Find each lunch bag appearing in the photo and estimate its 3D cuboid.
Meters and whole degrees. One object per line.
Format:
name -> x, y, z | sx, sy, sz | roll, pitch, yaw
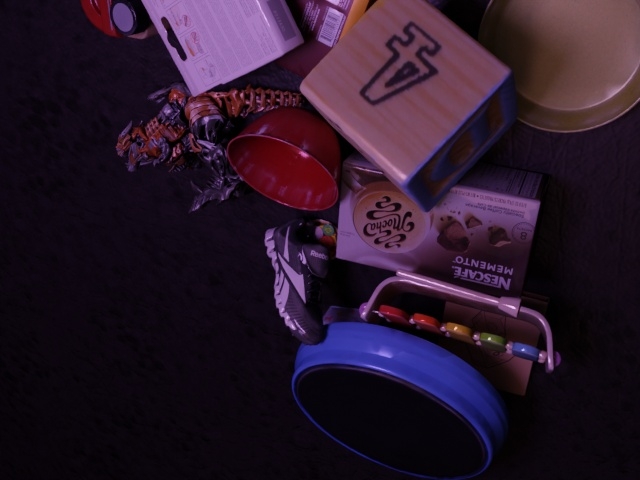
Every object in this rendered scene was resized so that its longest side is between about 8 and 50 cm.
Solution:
lunch bag -> 0.045, 0.158, 1.326 | 0.083, 0.071, 0.053 | 1, 115, 22

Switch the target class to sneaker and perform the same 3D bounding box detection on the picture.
sneaker -> -0.026, 0.057, 1.222 | 0.106, 0.078, 0.234 | -35, 55, 31

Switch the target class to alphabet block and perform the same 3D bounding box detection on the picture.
alphabet block -> 0.124, -0.184, 0.976 | 0.193, 0.192, 0.197 | -46, 71, 4

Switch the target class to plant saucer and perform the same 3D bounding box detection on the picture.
plant saucer -> 0.336, -0.267, 0.991 | 0.240, 0.037, 0.241 | 10, 120, 18

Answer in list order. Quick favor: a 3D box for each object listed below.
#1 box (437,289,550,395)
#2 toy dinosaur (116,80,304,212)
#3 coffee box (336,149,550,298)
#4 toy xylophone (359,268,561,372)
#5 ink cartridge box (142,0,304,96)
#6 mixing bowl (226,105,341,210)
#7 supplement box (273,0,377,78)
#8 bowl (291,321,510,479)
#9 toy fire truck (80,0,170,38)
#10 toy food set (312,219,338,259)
box -> 0.289, 0.163, 1.252 | 0.164, 0.021, 0.201 | 14, 120, 16
toy dinosaur -> -0.187, -0.170, 1.212 | 0.321, 0.164, 0.219 | -18, 93, 38
coffee box -> 0.185, -0.036, 1.131 | 0.297, 0.119, 0.168 | 14, 119, 17
toy xylophone -> 0.214, 0.122, 1.138 | 0.322, 0.236, 0.081 | 12, 80, 26
ink cartridge box -> -0.144, -0.317, 1.024 | 0.224, 0.056, 0.181 | -9, 113, 49
mixing bowl -> -0.039, -0.136, 1.104 | 0.181, 0.098, 0.181 | 21, 154, 10
supplement box -> -0.013, -0.351, 1.043 | 0.194, 0.129, 0.191 | 29, 124, 7
bowl -> 0.127, 0.292, 1.274 | 0.390, 0.077, 0.391 | 18, 144, 14
toy fire truck -> -0.360, -0.439, 1.149 | 0.246, 0.158, 0.217 | 17, 123, 28
toy food set -> 0.000, 0.000, 1.291 | 0.083, 0.020, 0.083 | -8, 113, 27
